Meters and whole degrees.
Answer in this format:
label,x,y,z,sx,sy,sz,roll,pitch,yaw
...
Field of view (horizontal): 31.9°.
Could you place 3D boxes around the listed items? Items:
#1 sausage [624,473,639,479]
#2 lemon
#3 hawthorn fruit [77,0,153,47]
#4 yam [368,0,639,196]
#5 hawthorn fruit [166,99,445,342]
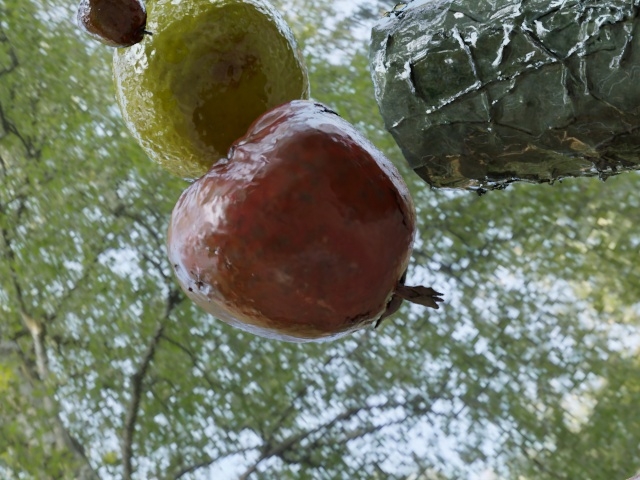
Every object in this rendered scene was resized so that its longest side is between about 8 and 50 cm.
label,x,y,z,sx,sy,sz,roll,pitch,yaw
sausage,0.223,0.145,0.680,0.158,0.042,0.036,-29,-35,25
lemon,-0.137,-0.199,1.425,0.267,0.267,0.267,-12,-63,-24
hawthorn fruit,-0.224,-0.244,1.211,0.077,0.077,0.077,-12,-63,-24
yam,0.229,-0.175,1.089,0.241,0.348,0.241,15,-110,-49
hawthorn fruit,0.000,0.000,1.240,0.307,0.276,0.276,34,-86,0
